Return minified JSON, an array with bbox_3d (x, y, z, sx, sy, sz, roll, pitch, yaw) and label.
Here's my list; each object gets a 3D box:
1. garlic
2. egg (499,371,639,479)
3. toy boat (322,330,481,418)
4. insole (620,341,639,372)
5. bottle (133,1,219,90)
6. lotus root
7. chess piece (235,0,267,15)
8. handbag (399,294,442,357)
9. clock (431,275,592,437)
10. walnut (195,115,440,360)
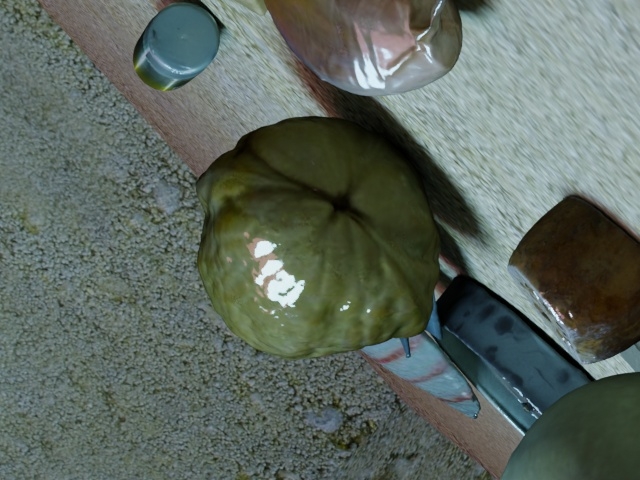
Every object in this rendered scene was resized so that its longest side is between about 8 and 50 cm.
[{"bbox_3d":[0.031,-0.150,1.052,0.198,0.090,0.129,46,164,43],"label":"garlic"},{"bbox_3d":[0.273,0.248,1.282,0.258,0.258,0.352,37,166,53],"label":"egg"},{"bbox_3d":[0.099,0.141,2.041,0.282,0.096,0.206,37,156,-20],"label":"toy boat"},{"bbox_3d":[0.261,0.085,1.443,0.192,0.010,0.063,50,172,-35],"label":"insole"},{"bbox_3d":[-0.168,-0.220,1.951,0.082,0.082,0.286,46,174,-8],"label":"bottle"},{"bbox_3d":[0.191,0.027,1.238,0.112,0.081,0.122,50,178,33],"label":"lotus root"},{"bbox_3d":[-0.125,-0.258,1.441,0.200,0.090,0.090,34,170,29],"label":"chess piece"},{"bbox_3d":[0.048,0.006,1.847,0.229,0.062,0.179,54,172,27],"label":"handbag"},{"bbox_3d":[0.247,0.174,1.911,0.325,0.067,0.325,45,175,5],"label":"clock"},{"bbox_3d":[0.000,0.000,1.612,0.283,0.227,0.283,31,165,9],"label":"walnut"}]
